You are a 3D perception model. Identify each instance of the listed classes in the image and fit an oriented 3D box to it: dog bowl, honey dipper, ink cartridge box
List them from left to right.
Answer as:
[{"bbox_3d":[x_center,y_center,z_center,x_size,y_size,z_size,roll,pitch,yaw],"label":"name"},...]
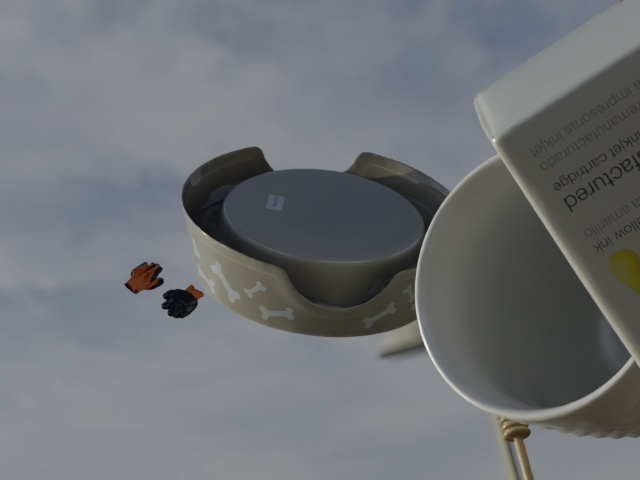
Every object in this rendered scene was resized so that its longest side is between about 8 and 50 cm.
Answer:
[{"bbox_3d":[0.000,0.000,2.381,0.349,0.349,0.102,-5,-61,-22],"label":"dog bowl"},{"bbox_3d":[0.211,0.239,1.988,0.030,0.160,0.030,-9,-29,-5],"label":"honey dipper"},{"bbox_3d":[0.331,-0.007,1.385,0.279,0.384,0.160,-33,13,7],"label":"ink cartridge box"}]

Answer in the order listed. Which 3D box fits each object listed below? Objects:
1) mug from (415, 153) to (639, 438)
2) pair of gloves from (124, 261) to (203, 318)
[{"bbox_3d":[0.335,0.050,1.947,0.374,0.276,0.328,-23,-24,29],"label":"mug"},{"bbox_3d":[-0.177,0.056,2.192,0.010,0.083,0.074,-58,-6,30],"label":"pair of gloves"}]
